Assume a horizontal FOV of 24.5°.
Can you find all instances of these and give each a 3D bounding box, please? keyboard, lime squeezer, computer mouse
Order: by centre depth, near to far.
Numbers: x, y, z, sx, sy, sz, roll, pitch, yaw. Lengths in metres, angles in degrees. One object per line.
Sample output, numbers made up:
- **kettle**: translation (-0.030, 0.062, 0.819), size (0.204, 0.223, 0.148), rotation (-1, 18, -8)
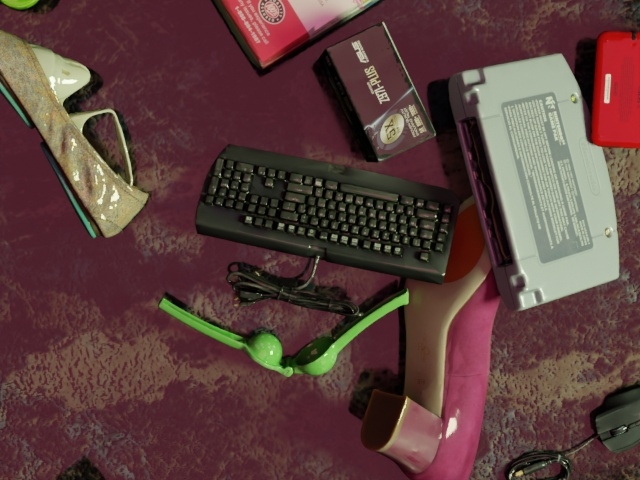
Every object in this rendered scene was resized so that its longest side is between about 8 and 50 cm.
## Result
- **keyboard**: translation (0.000, 0.000, 1.812), size (0.317, 0.033, 0.202), rotation (11, 77, 7)
- **lime squeezer**: translation (-0.045, 0.121, 1.836), size (0.310, 0.059, 0.110), rotation (-2, 129, 1)
- **computer mouse**: translation (0.350, 0.257, 1.889), size (0.242, 0.041, 0.071), rotation (-30, 95, 0)

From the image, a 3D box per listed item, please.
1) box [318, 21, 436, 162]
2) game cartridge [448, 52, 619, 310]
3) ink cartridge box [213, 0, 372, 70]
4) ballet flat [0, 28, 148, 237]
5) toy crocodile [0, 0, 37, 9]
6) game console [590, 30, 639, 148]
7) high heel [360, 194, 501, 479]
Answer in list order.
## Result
- **box**: translation (0.065, -0.175, 1.775), size (0.077, 0.180, 0.147), rotation (-25, 95, -1)
- **game cartridge**: translation (0.270, -0.076, 1.808), size (0.196, 0.060, 0.294), rotation (-14, 90, -33)
- **ink cartridge box**: translation (-0.002, -0.378, 1.784), size (0.306, 0.131, 0.226), rotation (-31, 95, -3)
- **ballet flat**: translation (-0.310, -0.152, 1.787), size (0.106, 0.107, 0.316), rotation (-32, 113, -6)
- **toy crocodile**: translation (-0.432, -0.314, 1.773), size (0.340, 0.115, 0.105), rotation (-20, 94, -1)
- **game console**: translation (0.403, -0.186, 1.851), size (0.124, 0.085, 0.144), rotation (3, 93, 7)
- **high heel**: translation (0.183, 0.125, 1.866), size (0.181, 0.127, 0.377), rotation (33, 82, -42)
